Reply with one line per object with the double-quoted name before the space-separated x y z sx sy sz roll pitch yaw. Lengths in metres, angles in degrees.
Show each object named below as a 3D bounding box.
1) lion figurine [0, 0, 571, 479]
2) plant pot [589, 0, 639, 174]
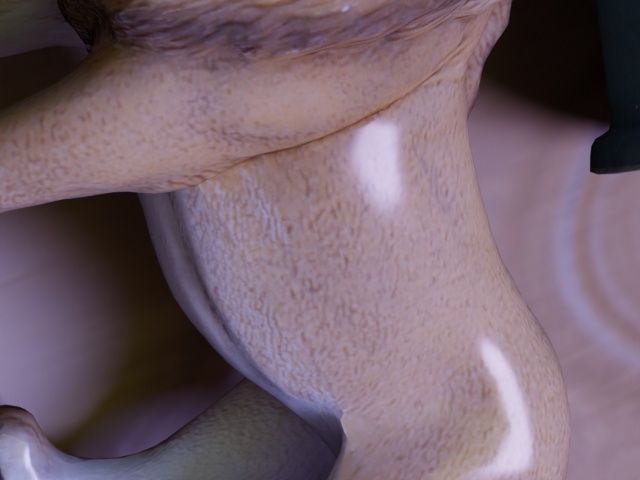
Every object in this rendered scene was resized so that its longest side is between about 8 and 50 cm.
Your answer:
"lion figurine" 0.000 0.000 0.553 0.240 0.142 0.392 -19 130 -3
"plant pot" 0.219 -0.223 0.626 0.341 0.341 0.334 -15 93 -27
